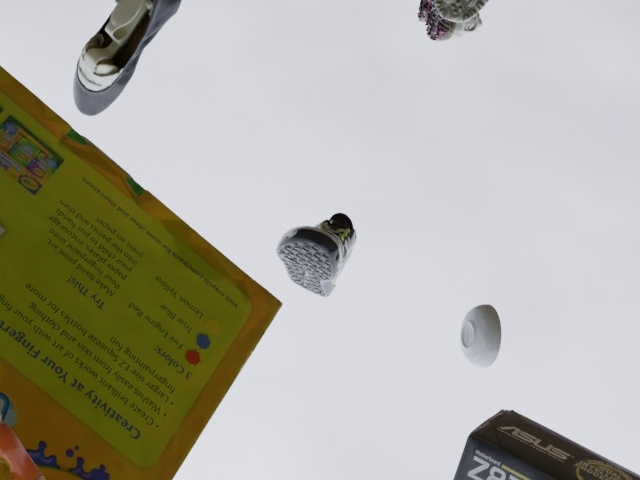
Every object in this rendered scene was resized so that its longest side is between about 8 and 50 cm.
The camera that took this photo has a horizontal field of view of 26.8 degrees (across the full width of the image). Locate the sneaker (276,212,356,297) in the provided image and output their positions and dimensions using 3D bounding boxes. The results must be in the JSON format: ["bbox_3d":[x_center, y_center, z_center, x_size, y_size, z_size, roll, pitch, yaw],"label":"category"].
[{"bbox_3d":[0.000,0.000,1.707,0.084,0.097,0.234,27,168,3],"label":"sneaker"}]

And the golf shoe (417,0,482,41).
[{"bbox_3d":[0.185,-0.310,1.838,0.086,0.067,0.186,12,-159,-6],"label":"golf shoe"}]

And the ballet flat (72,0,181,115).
[{"bbox_3d":[-0.235,-0.228,1.541,0.074,0.203,0.074,35,-161,-14],"label":"ballet flat"}]

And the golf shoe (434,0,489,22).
[{"bbox_3d":[0.163,-0.292,1.317,0.069,0.176,0.086,20,-178,14],"label":"golf shoe"}]

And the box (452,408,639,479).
[{"bbox_3d":[0.279,0.388,1.269,0.395,0.318,0.097,25,-155,26],"label":"box"}]

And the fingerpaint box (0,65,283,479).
[{"bbox_3d":[-0.314,0.069,1.217,0.445,0.163,0.371,40,-131,-10],"label":"fingerpaint box"}]

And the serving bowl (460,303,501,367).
[{"bbox_3d":[0.201,0.122,1.727,0.027,0.083,0.083,5,-149,-22],"label":"serving bowl"}]

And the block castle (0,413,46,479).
[{"bbox_3d":[-0.344,0.237,0.933,0.303,0.453,0.213,9,-134,32],"label":"block castle"}]
